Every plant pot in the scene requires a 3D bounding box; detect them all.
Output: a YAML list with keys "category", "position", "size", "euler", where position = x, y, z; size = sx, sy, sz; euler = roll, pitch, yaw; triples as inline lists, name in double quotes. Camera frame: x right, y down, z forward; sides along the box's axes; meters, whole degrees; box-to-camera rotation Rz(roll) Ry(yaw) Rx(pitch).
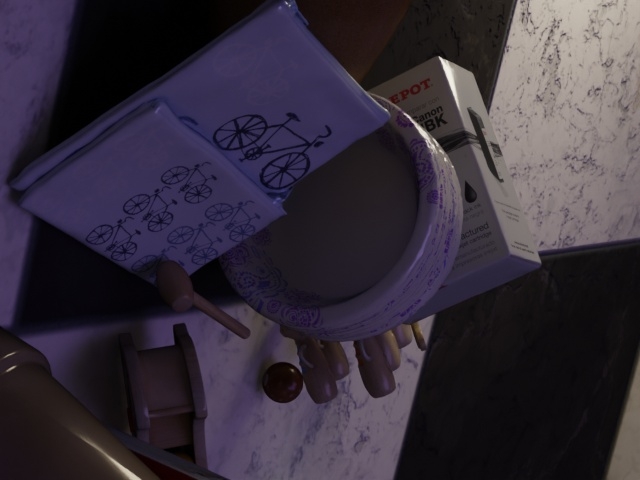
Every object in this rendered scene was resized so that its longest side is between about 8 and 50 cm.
- category: "plant pot"
  position: [-0.268, 0.272, 1.566]
  size: [0.323, 0.280, 0.323]
  euler: [-58, 166, -24]
- category: "plant pot"
  position: [-0.030, -0.233, 1.883]
  size: [0.237, 0.237, 0.254]
  euler: [-30, 148, -50]

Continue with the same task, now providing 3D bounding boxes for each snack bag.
- category: "snack bag"
  position: [-0.106, -0.089, 1.803]
  size: [0.342, 0.037, 0.323]
  euler: [-34, 151, 9]

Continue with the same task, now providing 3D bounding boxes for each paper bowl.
- category: "paper bowl"
  position: [0.029, -0.023, 2.009]
  size: [0.148, 0.284, 0.284]
  euler: [30, 81, -59]

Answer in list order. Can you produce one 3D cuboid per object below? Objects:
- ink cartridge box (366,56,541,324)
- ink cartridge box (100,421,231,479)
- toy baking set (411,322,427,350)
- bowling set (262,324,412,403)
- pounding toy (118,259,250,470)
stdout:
- category: "ink cartridge box"
  position: [0.125, -0.061, 2.124]
  size: [0.114, 0.197, 0.273]
  euler: [17, 51, -61]
- category: "ink cartridge box"
  position: [-0.228, 0.336, 1.755]
  size: [0.130, 0.309, 0.272]
  euler: [27, 83, -61]
- category: "toy baking set"
  position: [0.111, 0.037, 2.334]
  size: [0.030, 0.197, 0.256]
  euler: [-19, 135, 0]
- category: "bowling set"
  position: [-0.002, 0.118, 2.200]
  size: [0.287, 0.200, 0.154]
  euler: [-63, 132, -78]
- category: "pounding toy"
  position: [-0.139, 0.168, 1.914]
  size: [0.155, 0.154, 0.269]
  euler: [-10, 126, -10]
